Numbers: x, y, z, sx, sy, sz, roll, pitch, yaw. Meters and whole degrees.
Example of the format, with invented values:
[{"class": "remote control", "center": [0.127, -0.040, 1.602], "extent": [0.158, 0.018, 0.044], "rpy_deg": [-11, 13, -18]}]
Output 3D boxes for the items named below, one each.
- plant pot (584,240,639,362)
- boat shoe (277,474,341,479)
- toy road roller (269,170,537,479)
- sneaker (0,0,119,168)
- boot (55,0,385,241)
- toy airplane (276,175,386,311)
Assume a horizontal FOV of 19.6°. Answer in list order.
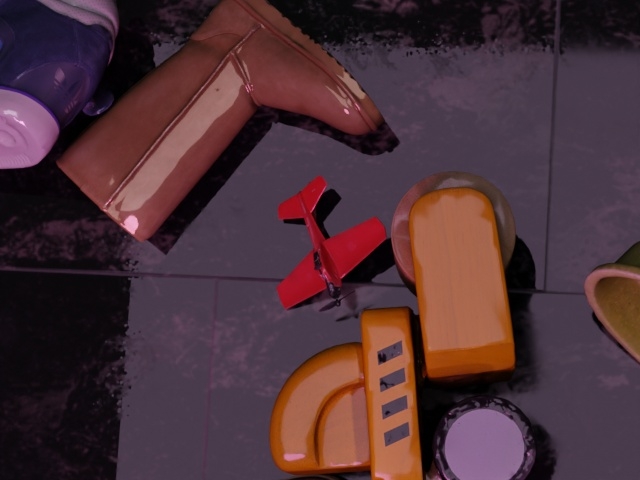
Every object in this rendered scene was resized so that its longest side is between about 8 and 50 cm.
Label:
[{"class": "plant pot", "center": [0.424, 0.016, 1.692], "extent": [0.276, 0.276, 0.254], "rpy_deg": [34, 77, 13]}, {"class": "boat shoe", "center": [-0.124, 0.324, 1.793], "extent": [0.342, 0.123, 0.123], "rpy_deg": [-22, 79, 6]}, {"class": "toy road roller", "center": [0.070, 0.112, 1.738], "extent": [0.240, 0.202, 0.330], "rpy_deg": [-5, 81, 3]}, {"class": "sneaker", "center": [-0.354, -0.192, 1.928], "extent": [0.322, 0.130, 0.236], "rpy_deg": [3, 53, 33]}, {"class": "boot", "center": [-0.099, -0.102, 1.875], "extent": [0.269, 0.089, 0.236], "rpy_deg": [-47, 65, 0]}, {"class": "toy airplane", "center": [0.000, 0.000, 1.844], "extent": [0.151, 0.028, 0.151], "rpy_deg": [-16, 67, 41]}]
